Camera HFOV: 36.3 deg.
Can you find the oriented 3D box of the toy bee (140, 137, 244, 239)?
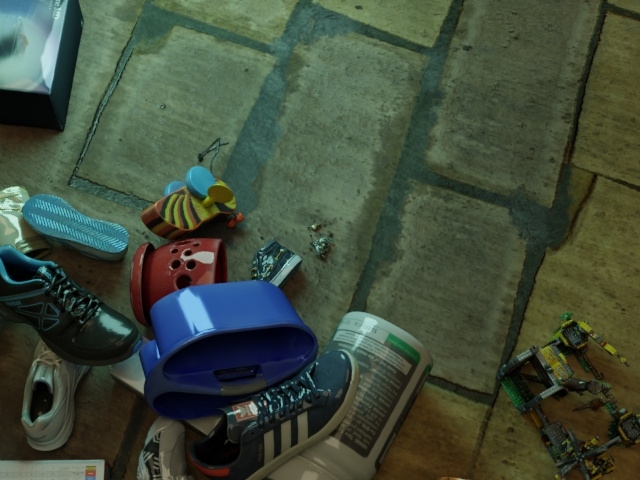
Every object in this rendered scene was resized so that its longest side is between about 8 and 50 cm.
[{"bbox_3d":[-0.231,-0.080,2.019,0.162,0.195,0.298,50,60,-12],"label":"toy bee"}]

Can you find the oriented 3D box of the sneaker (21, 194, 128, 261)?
[{"bbox_3d":[-0.505,-0.017,2.000,0.229,0.092,0.087,25,66,-1],"label":"sneaker"}]

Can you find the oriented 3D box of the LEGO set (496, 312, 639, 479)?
[{"bbox_3d":[0.512,0.301,1.919,0.255,0.192,0.331,-18,72,-11],"label":"LEGO set"}]

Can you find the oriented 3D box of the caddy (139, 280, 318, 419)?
[{"bbox_3d":[-0.172,0.217,1.809,0.342,0.241,0.179,-4,43,-30],"label":"caddy"}]

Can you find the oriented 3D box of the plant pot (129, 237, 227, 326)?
[{"bbox_3d":[-0.279,0.091,1.939,0.174,0.191,0.191,-1,69,4],"label":"plant pot"}]

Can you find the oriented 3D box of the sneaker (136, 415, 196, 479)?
[{"bbox_3d":[-0.232,0.507,1.802,0.210,0.137,0.365,3,74,3],"label":"sneaker"}]

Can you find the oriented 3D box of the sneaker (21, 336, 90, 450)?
[{"bbox_3d":[-0.509,0.249,1.882,0.111,0.129,0.297,2,64,0],"label":"sneaker"}]

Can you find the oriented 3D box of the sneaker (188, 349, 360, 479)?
[{"bbox_3d":[-0.088,0.307,1.722,0.350,0.148,0.131,-44,40,9],"label":"sneaker"}]

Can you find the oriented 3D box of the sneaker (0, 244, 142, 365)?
[{"bbox_3d":[-0.493,0.125,1.837,0.341,0.139,0.125,22,44,13],"label":"sneaker"}]

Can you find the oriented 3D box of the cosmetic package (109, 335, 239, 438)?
[{"bbox_3d":[-0.287,0.291,1.924,0.239,0.060,0.098,32,69,7],"label":"cosmetic package"}]

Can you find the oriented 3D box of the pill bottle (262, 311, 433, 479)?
[{"bbox_3d":[0.049,0.335,1.861,0.204,0.204,0.361,29,69,6],"label":"pill bottle"}]

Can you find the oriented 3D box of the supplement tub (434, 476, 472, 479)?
[{"bbox_3d":[0.256,0.607,1.782,0.194,0.193,0.315,14,69,1],"label":"supplement tub"}]

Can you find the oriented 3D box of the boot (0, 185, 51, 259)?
[{"bbox_3d":[-0.677,-0.006,1.994,0.213,0.077,0.165,-22,73,-19],"label":"boot"}]

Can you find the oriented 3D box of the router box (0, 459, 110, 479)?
[{"bbox_3d":[-0.566,0.559,1.789,0.336,0.082,0.301,1,70,-4],"label":"router box"}]

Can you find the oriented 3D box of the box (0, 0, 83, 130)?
[{"bbox_3d":[-0.686,-0.416,2.095,0.294,0.182,0.296,5,69,-4],"label":"box"}]

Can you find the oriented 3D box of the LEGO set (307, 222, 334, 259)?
[{"bbox_3d":[-0.003,0.000,2.078,0.054,0.023,0.083,-33,76,-15],"label":"LEGO set"}]

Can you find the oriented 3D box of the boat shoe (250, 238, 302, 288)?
[{"bbox_3d":[-0.124,0.082,2.020,0.083,0.065,0.183,36,65,11],"label":"boat shoe"}]
